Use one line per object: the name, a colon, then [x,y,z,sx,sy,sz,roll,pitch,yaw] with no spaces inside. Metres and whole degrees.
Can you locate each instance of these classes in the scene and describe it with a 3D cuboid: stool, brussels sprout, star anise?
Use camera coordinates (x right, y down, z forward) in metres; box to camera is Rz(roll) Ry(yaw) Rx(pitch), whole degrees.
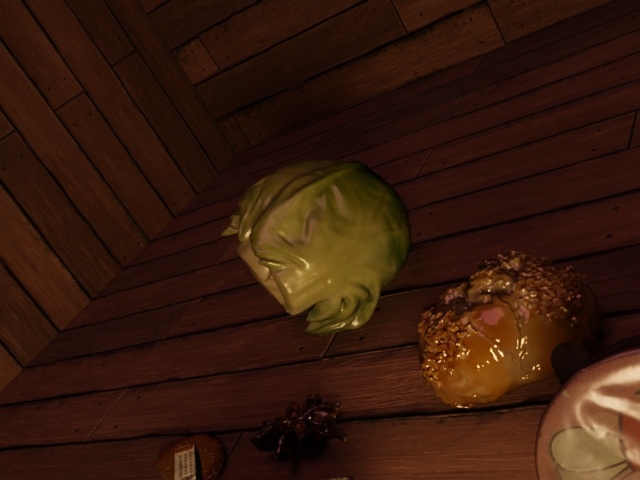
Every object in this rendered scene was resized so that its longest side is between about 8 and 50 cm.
stool: [0.374,0.209,0.801,0.272,0.272,0.178,-23,7,22]
brussels sprout: [0.009,-0.017,1.651,0.361,0.342,0.425,-41,32,-3]
star anise: [-0.040,0.338,1.295,0.177,0.073,0.234,-24,4,0]

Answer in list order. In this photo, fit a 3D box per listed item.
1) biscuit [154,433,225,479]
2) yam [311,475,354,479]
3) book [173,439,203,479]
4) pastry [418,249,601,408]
biscuit: [-0.244,0.433,1.451,0.126,0.025,0.206,-42,24,-24]
yam: [-0.019,0.444,0.874,0.202,0.201,0.271,-2,19,-8]
book: [-0.136,0.473,0.854,0.039,0.300,0.428,-6,18,-9]
pastry: [0.287,0.128,1.206,0.311,0.162,0.255,-31,23,8]
